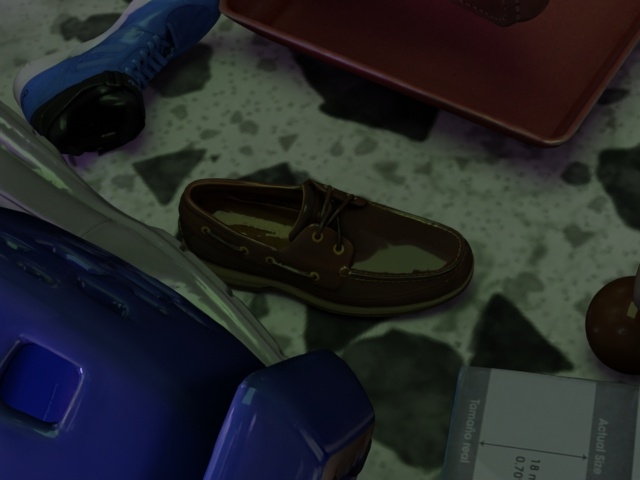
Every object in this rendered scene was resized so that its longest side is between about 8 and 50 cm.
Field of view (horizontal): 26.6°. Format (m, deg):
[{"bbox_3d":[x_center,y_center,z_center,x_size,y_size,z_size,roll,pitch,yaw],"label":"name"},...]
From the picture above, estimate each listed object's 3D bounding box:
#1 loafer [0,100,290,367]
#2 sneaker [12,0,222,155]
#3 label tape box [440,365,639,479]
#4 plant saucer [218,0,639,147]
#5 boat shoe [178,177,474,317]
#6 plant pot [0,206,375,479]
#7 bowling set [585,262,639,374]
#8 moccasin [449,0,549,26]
[{"bbox_3d":[-0.135,0.033,0.744,0.319,0.112,0.111,36,72,23],"label":"loafer"},{"bbox_3d":[-0.120,-0.108,0.880,0.152,0.058,0.084,-28,49,-9],"label":"sneaker"},{"bbox_3d":[0.207,0.196,0.582,0.333,0.106,0.241,6,55,12],"label":"label tape box"},{"bbox_3d":[0.107,-0.180,0.916,0.258,0.048,0.259,25,59,24],"label":"plant saucer"},{"bbox_3d":[0.000,0.000,0.784,0.178,0.060,0.064,8,55,13],"label":"boat shoe"},{"bbox_3d":[-0.108,0.121,0.564,0.212,0.236,0.236,20,90,8],"label":"plant pot"},{"bbox_3d":[0.230,-0.004,0.683,0.200,0.287,0.154,5,58,46],"label":"bowling set"},{"bbox_3d":[0.000,-0.237,0.855,0.147,0.139,0.380,-35,56,-17],"label":"moccasin"}]
